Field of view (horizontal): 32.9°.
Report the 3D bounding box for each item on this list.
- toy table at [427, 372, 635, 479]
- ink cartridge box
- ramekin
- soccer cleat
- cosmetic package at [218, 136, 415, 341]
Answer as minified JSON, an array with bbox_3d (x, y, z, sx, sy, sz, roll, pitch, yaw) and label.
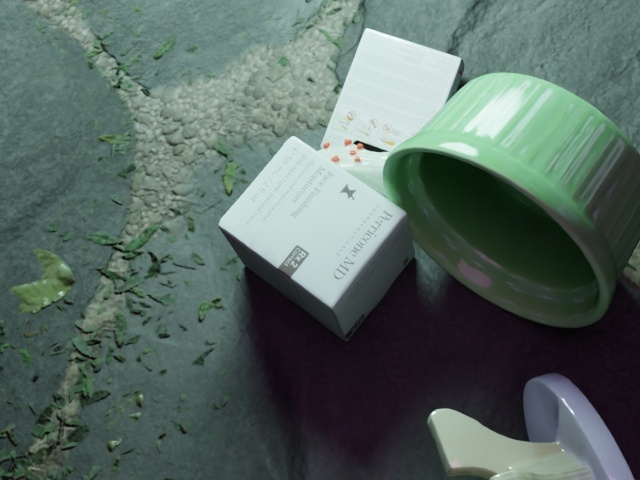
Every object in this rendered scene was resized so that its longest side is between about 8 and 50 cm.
[{"bbox_3d":[0.233,0.287,1.169,0.160,0.252,0.274,-14,51,-14],"label":"toy table"},{"bbox_3d":[0.099,-0.183,1.481,0.145,0.045,0.179,21,92,15],"label":"ink cartridge box"},{"bbox_3d":[0.236,-0.051,1.265,0.303,0.303,0.148,33,69,19],"label":"ramekin"},{"bbox_3d":[0.072,-0.087,1.427,0.196,0.076,0.068,4,35,25],"label":"soccer cleat"},{"bbox_3d":[0.000,0.000,1.353,0.183,0.151,0.151,35,79,19],"label":"cosmetic package"}]
